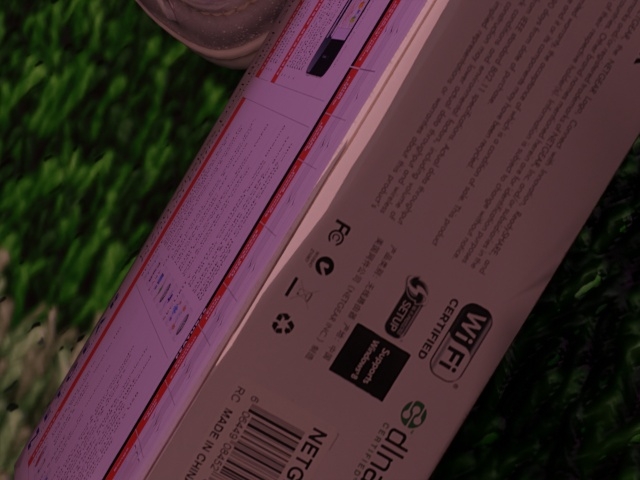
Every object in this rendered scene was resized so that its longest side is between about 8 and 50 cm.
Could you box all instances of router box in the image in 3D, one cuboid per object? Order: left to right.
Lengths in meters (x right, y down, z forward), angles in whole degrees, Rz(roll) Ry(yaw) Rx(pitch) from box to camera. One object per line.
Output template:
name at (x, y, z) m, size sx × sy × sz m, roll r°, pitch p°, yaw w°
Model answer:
router box at (0.000, 0.000, 0.736) m, size 0.335 × 0.082 × 0.301 m, roll -59°, pitch 12°, yaw 2°

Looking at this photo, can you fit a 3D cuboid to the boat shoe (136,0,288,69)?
boat shoe at (-0.094, -0.213, 0.966) m, size 0.118 × 0.103 × 0.320 m, roll -39°, pitch 57°, yaw 16°
